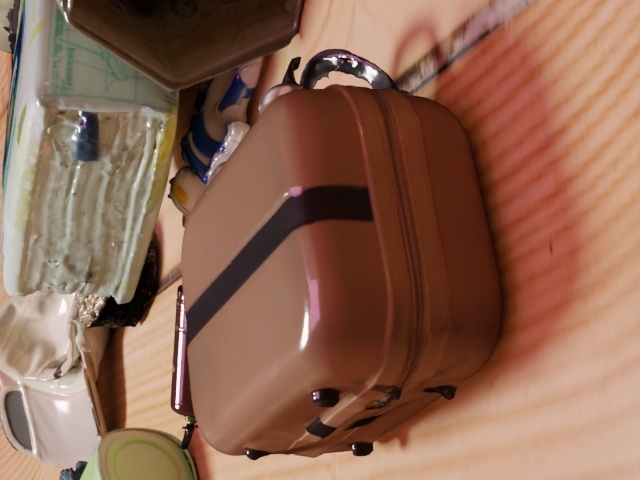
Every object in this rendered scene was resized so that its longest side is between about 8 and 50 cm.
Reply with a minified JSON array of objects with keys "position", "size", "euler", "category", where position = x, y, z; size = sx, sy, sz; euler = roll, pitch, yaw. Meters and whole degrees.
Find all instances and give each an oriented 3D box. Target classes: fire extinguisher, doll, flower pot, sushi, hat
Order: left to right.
[{"position":[-0.306,0.164,2.081],"size":[0.219,0.164,0.226],"euler":[-14,116,43],"category":"hat"},{"position":[-0.236,0.045,1.893],"size":[0.150,0.078,0.091],"euler":[126,140,-55],"category":"sushi"},{"position":[-0.130,-0.274,1.432],"size":[0.190,0.209,0.239],"euler":[-118,34,-52],"category":"flower pot"},{"position":[-0.124,0.122,1.652],"size":[0.078,0.045,0.157],"euler":[-51,-35,-78],"category":"fire extinguisher"},{"position":[-0.101,-0.101,1.573],"size":[0.114,0.057,0.227],"euler":[-123,40,-49],"category":"doll"}]

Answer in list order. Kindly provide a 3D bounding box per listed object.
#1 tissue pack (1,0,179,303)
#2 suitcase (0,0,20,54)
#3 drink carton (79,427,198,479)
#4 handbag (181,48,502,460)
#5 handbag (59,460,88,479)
[{"position":[-0.232,-0.167,1.695],"size":[0.287,0.162,0.388],"euler":[110,162,-45],"category":"tissue pack"},{"position":[-0.335,-0.388,2.006],"size":[0.339,0.194,0.352],"euler":[116,148,-54],"category":"suitcase"},{"position":[-0.203,0.277,1.727],"size":[0.142,0.144,0.146],"euler":[119,145,-42],"category":"drink carton"},{"position":[0.000,0.000,1.178],"size":[0.302,0.149,0.283],"euler":[133,136,-63],"category":"handbag"},{"position":[-0.303,0.377,2.070],"size":[0.229,0.062,0.179],"euler":[132,130,-60],"category":"handbag"}]
